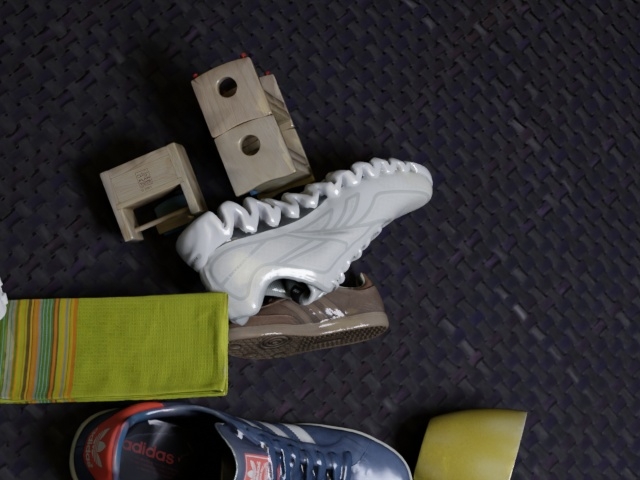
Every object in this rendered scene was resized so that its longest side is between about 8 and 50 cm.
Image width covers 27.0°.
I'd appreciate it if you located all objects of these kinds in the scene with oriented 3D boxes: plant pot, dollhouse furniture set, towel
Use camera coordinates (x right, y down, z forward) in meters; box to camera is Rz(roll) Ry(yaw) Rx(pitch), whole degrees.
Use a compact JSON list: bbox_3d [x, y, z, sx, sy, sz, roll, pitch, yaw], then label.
[{"bbox_3d":[0.151,0.229,1.380,0.095,0.134,0.134,15,72,10],"label":"plant pot"},{"bbox_3d":[-0.121,-0.090,1.367,0.184,0.129,0.129,-22,85,8],"label":"dollhouse furniture set"},{"bbox_3d":[-0.205,0.102,1.273,0.237,0.021,0.102,-3,78,10],"label":"towel"}]

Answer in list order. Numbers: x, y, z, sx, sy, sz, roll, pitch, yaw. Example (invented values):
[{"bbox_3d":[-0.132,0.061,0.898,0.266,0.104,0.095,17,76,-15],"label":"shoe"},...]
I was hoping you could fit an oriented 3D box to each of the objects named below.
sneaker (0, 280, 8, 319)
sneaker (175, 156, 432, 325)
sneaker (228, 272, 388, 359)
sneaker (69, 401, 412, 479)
[{"bbox_3d":[-0.348,0.033,1.271,0.092,0.087,0.228,28,61,-41],"label":"sneaker"},{"bbox_3d":[0.000,0.000,1.360,0.292,0.110,0.118,-20,73,-28],"label":"sneaker"},{"bbox_3d":[-0.024,0.076,1.386,0.188,0.066,0.071,-4,63,-25],"label":"sneaker"},{"bbox_3d":[-0.060,0.229,1.284,0.350,0.148,0.131,7,76,-18],"label":"sneaker"}]
